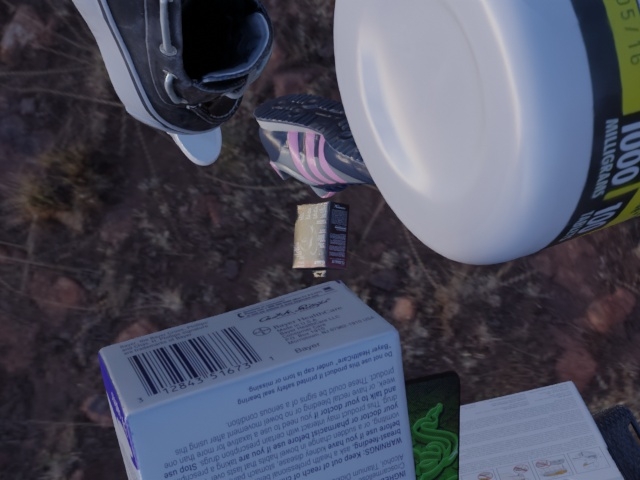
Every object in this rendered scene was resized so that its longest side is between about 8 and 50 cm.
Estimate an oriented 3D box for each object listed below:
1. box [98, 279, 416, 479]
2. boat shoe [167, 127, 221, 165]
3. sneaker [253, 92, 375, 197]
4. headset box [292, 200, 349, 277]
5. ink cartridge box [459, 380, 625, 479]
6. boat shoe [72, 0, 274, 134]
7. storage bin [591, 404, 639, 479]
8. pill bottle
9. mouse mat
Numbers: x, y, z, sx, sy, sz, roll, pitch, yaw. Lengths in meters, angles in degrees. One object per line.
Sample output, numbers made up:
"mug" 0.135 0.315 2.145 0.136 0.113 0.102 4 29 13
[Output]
"box" -0.025 0.105 0.505 0.126 0.072 0.137 -15 114 -18
"boat shoe" -0.196 -0.172 1.502 0.066 0.063 0.184 -26 70 -25
"sneaker" 0.033 -0.112 1.496 0.112 0.131 0.319 -29 34 -25
"headset box" 0.000 0.000 1.217 0.062 0.032 0.083 -5 80 51
"ink cartridge box" 0.249 0.268 1.308 0.189 0.232 0.066 -13 117 1
"boat shoe" -0.082 -0.140 0.743 0.102 0.301 0.108 27 76 13
"storage bin" 0.427 0.348 1.697 0.122 0.084 0.180 61 143 9
"pill bottle" 0.192 -0.118 0.584 0.334 0.188 0.187 -18 74 -23
"mouse mat" 0.047 0.173 0.734 0.007 0.190 0.152 2 92 37
